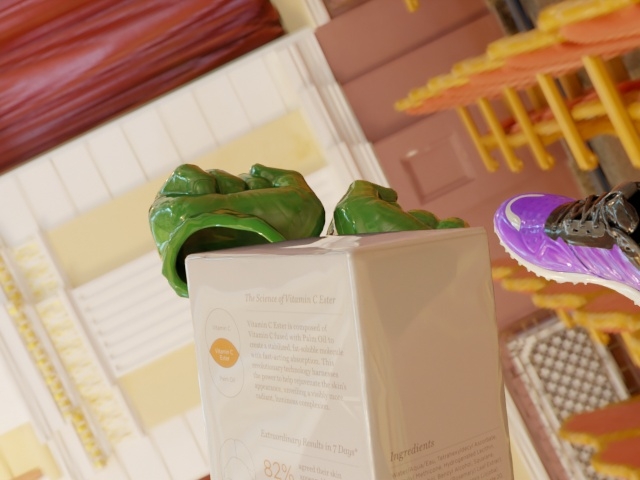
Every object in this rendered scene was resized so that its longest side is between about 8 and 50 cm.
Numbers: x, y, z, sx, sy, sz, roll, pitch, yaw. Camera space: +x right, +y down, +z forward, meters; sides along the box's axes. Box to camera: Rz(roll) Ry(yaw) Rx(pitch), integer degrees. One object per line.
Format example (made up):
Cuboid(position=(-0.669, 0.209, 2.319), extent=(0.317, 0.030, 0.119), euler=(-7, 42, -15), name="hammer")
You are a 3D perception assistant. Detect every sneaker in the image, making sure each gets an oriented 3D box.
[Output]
Cuboid(position=(0.310, -0.014, 1.024), extent=(0.293, 0.102, 0.146), euler=(25, 152, 38), name="sneaker")

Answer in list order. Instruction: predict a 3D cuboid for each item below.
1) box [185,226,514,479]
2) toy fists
Cuboid(position=(0.014, 0.084, 0.472), extent=(0.130, 0.091, 0.171), euler=(-2, 94, 50), name="box")
Cuboid(position=(0.000, 0.000, 0.783), extent=(0.142, 0.279, 0.096), euler=(-118, 38, -70), name="toy fists")
